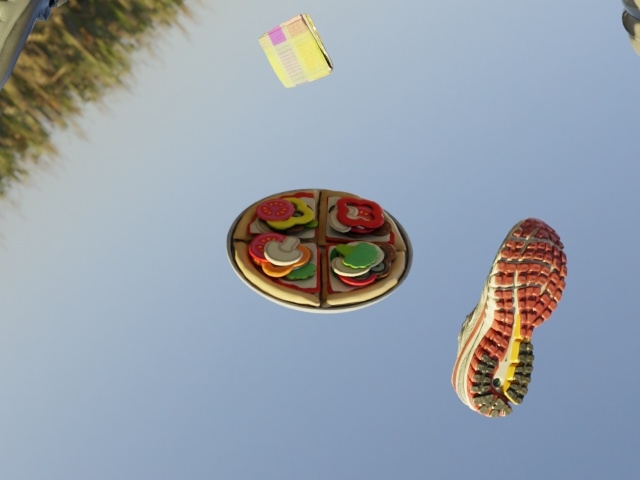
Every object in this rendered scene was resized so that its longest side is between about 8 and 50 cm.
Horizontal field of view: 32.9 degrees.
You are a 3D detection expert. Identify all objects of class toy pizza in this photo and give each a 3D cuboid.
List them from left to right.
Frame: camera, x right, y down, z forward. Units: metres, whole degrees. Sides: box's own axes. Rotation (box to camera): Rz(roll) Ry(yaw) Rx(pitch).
[{"bbox_3d":[0.000,0.000,1.159,0.201,0.201,0.032,-65,166,-48],"label":"toy pizza"}]

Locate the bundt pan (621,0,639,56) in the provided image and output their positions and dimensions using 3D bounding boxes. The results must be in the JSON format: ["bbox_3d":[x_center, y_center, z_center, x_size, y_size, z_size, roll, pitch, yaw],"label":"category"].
[{"bbox_3d":[0.490,-0.382,1.492,0.124,0.331,0.331,1,-139,27],"label":"bundt pan"}]

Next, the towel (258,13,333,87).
[{"bbox_3d":[-0.022,-0.174,1.006,0.009,0.060,0.083,-36,-167,-31],"label":"towel"}]

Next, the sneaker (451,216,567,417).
[{"bbox_3d":[0.198,0.079,1.202,0.225,0.088,0.093,-68,-161,-5],"label":"sneaker"}]

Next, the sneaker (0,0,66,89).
[{"bbox_3d":[-0.232,-0.263,0.945,0.125,0.140,0.341,28,-85,36],"label":"sneaker"}]
